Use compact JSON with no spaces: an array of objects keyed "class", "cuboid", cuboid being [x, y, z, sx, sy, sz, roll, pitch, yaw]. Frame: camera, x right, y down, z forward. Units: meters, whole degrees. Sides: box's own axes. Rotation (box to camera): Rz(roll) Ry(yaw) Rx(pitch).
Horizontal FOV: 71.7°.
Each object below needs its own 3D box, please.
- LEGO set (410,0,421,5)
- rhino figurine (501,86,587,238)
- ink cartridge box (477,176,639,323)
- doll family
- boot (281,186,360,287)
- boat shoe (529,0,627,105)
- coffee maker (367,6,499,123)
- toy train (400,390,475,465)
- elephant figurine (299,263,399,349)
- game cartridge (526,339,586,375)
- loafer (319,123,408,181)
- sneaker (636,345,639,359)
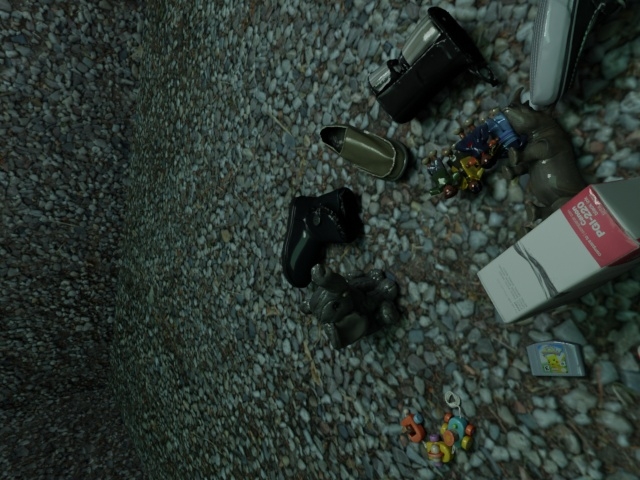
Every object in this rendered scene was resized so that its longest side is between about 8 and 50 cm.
[{"class":"LEGO set","cuboid":[0.187,-0.585,0.833,0.087,0.093,0.227,49,127,36]},{"class":"rhino figurine","cuboid":[0.340,-0.124,0.682,0.073,0.106,0.244,82,177,-79]},{"class":"ink cartridge box","cuboid":[0.346,0.017,0.593,0.092,0.158,0.218,66,149,26]},{"class":"doll family","cuboid":[0.274,-0.141,0.772,0.193,0.076,0.112,-45,54,37]},{"class":"boot","cuboid":[0.000,0.000,1.076,0.207,0.094,0.247,0,86,53]},{"class":"boat shoe","cuboid":[0.373,-0.355,0.605,0.119,0.121,0.336,11,103,14]},{"class":"coffee maker","cuboid":[0.195,-0.301,0.819,0.178,0.120,0.171,-41,63,43]},{"class":"toy train","cuboid":[0.222,0.376,0.876,0.166,0.046,0.125,-52,55,37]},{"class":"elephant figurine","cuboid":[0.036,0.137,0.932,0.169,0.239,0.186,-6,87,49]},{"class":"game cartridge","cuboid":[0.376,0.189,0.713,0.083,0.017,0.056,-19,74,48]},{"class":"loafer","cuboid":[0.084,-0.197,0.975,0.251,0.087,0.095,33,116,43]},{"class":"sneaker","cuboid":[0.507,0.160,0.508,0.221,0.087,0.128,42,123,38]}]
